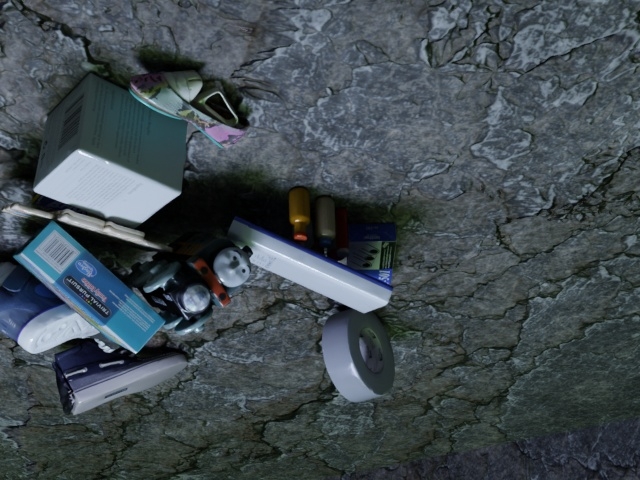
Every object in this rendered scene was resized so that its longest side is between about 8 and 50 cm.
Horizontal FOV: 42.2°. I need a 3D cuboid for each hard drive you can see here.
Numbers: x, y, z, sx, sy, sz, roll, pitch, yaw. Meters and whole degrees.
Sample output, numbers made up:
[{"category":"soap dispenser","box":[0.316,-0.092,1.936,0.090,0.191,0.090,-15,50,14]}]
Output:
[{"category":"hard drive","box":[-0.032,0.052,1.604,0.319,0.040,0.210,24,167,-5]}]

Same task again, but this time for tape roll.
[{"category":"tape roll","box":[0.093,0.269,1.964,0.072,0.219,0.219,-21,144,27]}]

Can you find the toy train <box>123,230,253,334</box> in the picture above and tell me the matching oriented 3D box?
[{"category":"toy train","box":[-0.240,0.065,1.525,0.142,0.190,0.334,56,160,-14]}]

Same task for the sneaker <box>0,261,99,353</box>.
[{"category":"sneaker","box":[-0.585,0.105,1.772,0.323,0.236,0.130,-24,147,-60]}]

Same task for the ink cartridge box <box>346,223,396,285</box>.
[{"category":"ink cartridge box","box":[0.104,0.037,1.743,0.097,0.046,0.207,-1,150,1]}]

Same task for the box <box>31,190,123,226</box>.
[{"category":"box","box":[-0.437,-0.072,1.525,0.169,0.054,0.059,22,142,-33]}]

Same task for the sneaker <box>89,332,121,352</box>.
[{"category":"sneaker","box":[-0.513,0.199,1.962,0.106,0.078,0.234,-13,151,13]}]

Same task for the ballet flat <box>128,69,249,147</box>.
[{"category":"ballet flat","box":[-0.194,-0.216,1.289,0.079,0.076,0.221,-39,141,20]}]

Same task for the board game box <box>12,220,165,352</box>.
[{"category":"board game box","box":[-0.436,0.085,1.523,0.254,0.079,0.336,45,163,-15]}]

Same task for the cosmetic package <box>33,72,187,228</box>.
[{"category":"cosmetic package","box":[-0.331,-0.137,1.324,0.184,0.151,0.151,25,142,-35]}]

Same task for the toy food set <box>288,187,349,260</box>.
[{"category":"toy food set","box":[0.000,0.000,1.617,0.111,0.104,0.232,-3,149,3]}]

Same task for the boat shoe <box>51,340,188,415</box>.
[{"category":"boat shoe","box":[-0.518,0.313,2.127,0.341,0.158,0.127,-16,156,-36]}]

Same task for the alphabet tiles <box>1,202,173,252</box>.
[{"category":"alphabet tiles","box":[-0.409,-0.024,1.458,0.278,0.021,0.284,17,173,-27]}]
